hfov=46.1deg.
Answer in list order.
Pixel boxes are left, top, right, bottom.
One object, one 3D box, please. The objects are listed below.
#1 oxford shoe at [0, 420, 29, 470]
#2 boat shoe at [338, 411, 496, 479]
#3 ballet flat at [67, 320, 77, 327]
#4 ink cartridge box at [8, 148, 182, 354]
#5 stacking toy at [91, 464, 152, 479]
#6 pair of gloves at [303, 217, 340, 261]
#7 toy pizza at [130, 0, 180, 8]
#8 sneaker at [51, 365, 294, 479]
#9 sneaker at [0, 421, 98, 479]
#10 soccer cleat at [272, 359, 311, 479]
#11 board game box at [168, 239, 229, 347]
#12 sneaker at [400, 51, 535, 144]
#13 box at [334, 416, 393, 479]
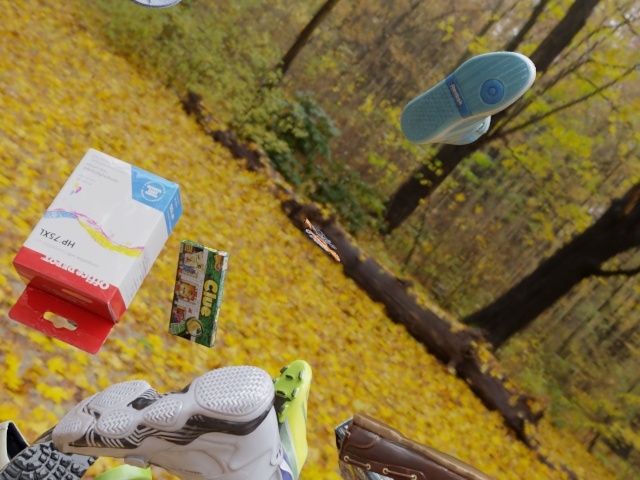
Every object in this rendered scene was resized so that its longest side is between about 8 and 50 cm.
[{"bbox_3d":[-0.690,0.613,1.792,0.397,0.147,0.140,56,12,-7],"label":"oxford shoe"},{"bbox_3d":[0.121,0.292,0.962,0.207,0.073,0.073,19,-8,27],"label":"boat shoe"},{"bbox_3d":[-0.649,0.068,2.105,0.123,0.348,0.123,1,4,0],"label":"ballet flat"},{"bbox_3d":[-0.288,0.012,0.958,0.134,0.231,0.078,22,-27,5],"label":"ink cartridge box"},{"bbox_3d":[-0.451,0.568,1.464,0.309,0.279,0.130,-8,56,-34],"label":"stacking toy"},{"bbox_3d":[0.000,0.000,1.209,0.074,0.010,0.083,43,10,-16],"label":"pair of gloves"},{"bbox_3d":[-0.422,-0.669,1.880,0.201,0.201,0.032,40,-19,-6],"label":"toy pizza"},{"bbox_3d":[-0.217,0.320,1.127,0.137,0.366,0.210,-63,138,-65],"label":"sneaker"},{"bbox_3d":[-0.477,0.391,1.349,0.283,0.124,0.107,-34,99,-51],"label":"sneaker"},{"bbox_3d":[-0.067,0.405,1.628,0.093,0.289,0.121,-4,-26,40],"label":"soccer cleat"},{"bbox_3d":[-0.319,0.139,1.958,0.136,0.259,0.030,15,16,18],"label":"board game box"},{"bbox_3d":[0.350,-0.306,1.647,0.208,0.319,0.127,-4,77,-50],"label":"sneaker"},{"bbox_3d":[0.107,0.454,1.368,0.220,0.051,0.175,47,-25,41],"label":"box"}]
